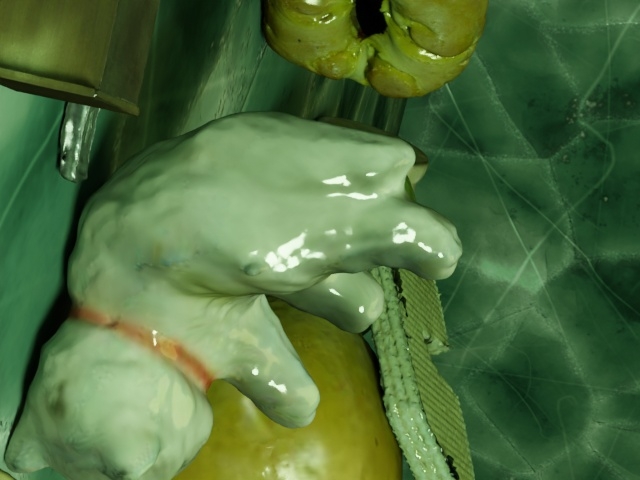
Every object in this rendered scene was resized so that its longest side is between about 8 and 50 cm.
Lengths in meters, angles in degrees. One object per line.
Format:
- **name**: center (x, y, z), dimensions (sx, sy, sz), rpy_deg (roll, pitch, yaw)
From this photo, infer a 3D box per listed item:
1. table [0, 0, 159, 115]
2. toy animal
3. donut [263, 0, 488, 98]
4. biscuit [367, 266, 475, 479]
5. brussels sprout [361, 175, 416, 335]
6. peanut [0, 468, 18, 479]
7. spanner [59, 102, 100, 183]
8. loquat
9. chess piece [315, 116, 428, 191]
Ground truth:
- **table**: center (-0.125, -0.113, 0.701), dimensions (0.083, 0.070, 0.082), rpy_deg (15, 88, -82)
- **toy animal**: center (-0.073, 0.052, 0.891), dimensions (0.188, 0.308, 0.266), rpy_deg (-34, 121, -46)
- **donut**: center (0.054, -0.240, 1.258), dimensions (0.261, 0.208, 0.128), rpy_deg (104, 5, -64)
- **biscuit**: center (0.091, 0.120, 1.279), dimensions (0.147, 0.046, 0.250), rpy_deg (43, 32, -58)
- **brussels sprout**: center (0.000, 0.000, 1.445), dimensions (0.244, 0.244, 0.244), rpy_deg (17, 90, -83)
- **peanut**: center (-0.207, 0.236, 0.723), dimensions (0.101, 0.117, 0.263), rpy_deg (-146, -111, -75)
- **spanner**: center (-0.115, -0.183, 0.806), dimensions (0.093, 0.026, 0.325), rpy_deg (-59, 166, -67)
- **loquat**: center (-0.046, 0.190, 1.270), dimensions (0.276, 0.276, 0.284), rpy_deg (93, 10, -63)
- **chess piece**: center (0.017, -0.002, 1.856), dimensions (0.167, 0.167, 0.299), rpy_deg (-51, 164, -72)
